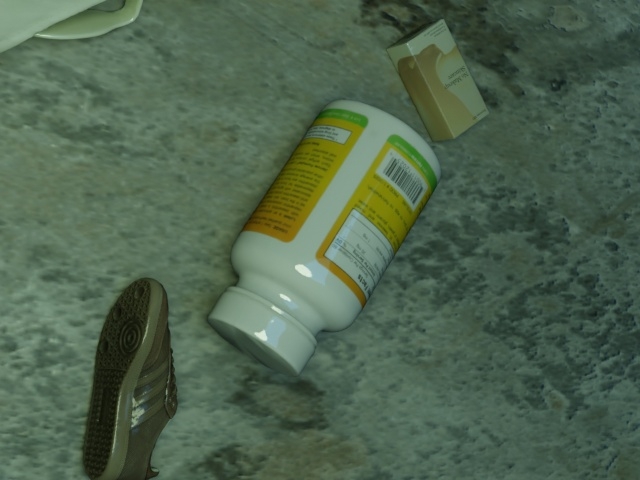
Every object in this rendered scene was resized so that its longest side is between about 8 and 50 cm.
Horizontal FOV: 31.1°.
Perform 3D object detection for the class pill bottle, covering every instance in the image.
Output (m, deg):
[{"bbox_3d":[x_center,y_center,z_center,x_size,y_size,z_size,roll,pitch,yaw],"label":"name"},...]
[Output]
[{"bbox_3d":[0.000,0.000,1.093,0.136,0.136,0.246,40,72,-23],"label":"pill bottle"}]

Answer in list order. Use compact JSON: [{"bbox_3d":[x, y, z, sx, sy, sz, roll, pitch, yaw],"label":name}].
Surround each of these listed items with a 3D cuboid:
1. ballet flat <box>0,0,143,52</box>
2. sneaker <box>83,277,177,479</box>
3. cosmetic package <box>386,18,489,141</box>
[{"bbox_3d":[-0.152,-0.265,1.028,0.400,0.139,0.139,-23,100,-24],"label":"ballet flat"},{"bbox_3d":[-0.164,0.129,1.052,0.071,0.066,0.189,17,86,-45],"label":"sneaker"},{"bbox_3d":[0.125,-0.168,1.218,0.060,0.041,0.115,-37,107,-25],"label":"cosmetic package"}]
